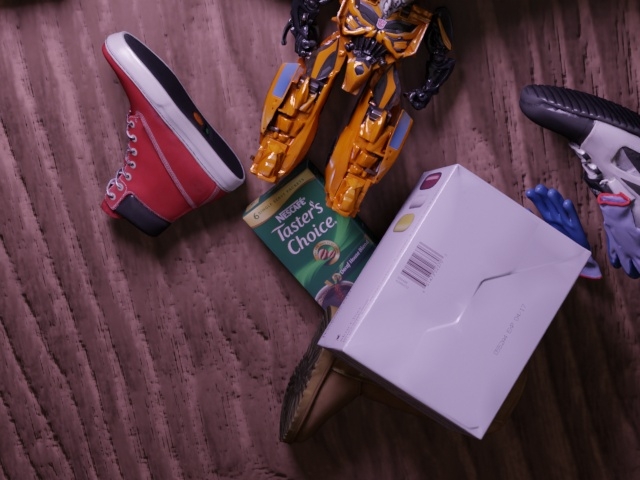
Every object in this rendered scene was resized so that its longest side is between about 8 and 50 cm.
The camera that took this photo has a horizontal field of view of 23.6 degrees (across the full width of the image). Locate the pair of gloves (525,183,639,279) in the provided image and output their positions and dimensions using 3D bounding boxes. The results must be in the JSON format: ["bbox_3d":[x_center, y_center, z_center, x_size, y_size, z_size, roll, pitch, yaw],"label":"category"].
[{"bbox_3d":[0.337,-0.006,1.875,0.198,0.023,0.159,10,142,46],"label":"pair of gloves"}]

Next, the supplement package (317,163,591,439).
[{"bbox_3d":[0.158,0.072,1.857,0.204,0.145,0.262,33,82,-9],"label":"supplement package"}]

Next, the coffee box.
[{"bbox_3d":[0.000,0.000,1.947,0.113,0.040,0.184,-36,105,16],"label":"coffee box"}]

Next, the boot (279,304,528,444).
[{"bbox_3d":[0.102,0.209,1.996,0.269,0.089,0.236,17,129,-12],"label":"boot"}]

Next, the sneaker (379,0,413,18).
[{"bbox_3d":[0.126,-0.334,1.741,0.410,0.158,0.182,15,101,6],"label":"sneaker"}]

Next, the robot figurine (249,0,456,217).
[{"bbox_3d":[0.038,-0.185,1.834,0.211,0.085,0.291,23,103,-6],"label":"robot figurine"}]

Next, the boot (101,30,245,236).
[{"bbox_3d":[-0.232,-0.123,1.892,0.176,0.088,0.244,-30,110,16],"label":"boot"}]

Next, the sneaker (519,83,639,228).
[{"bbox_3d":[0.373,-0.076,1.850,0.330,0.122,0.146,25,109,-6],"label":"sneaker"}]
